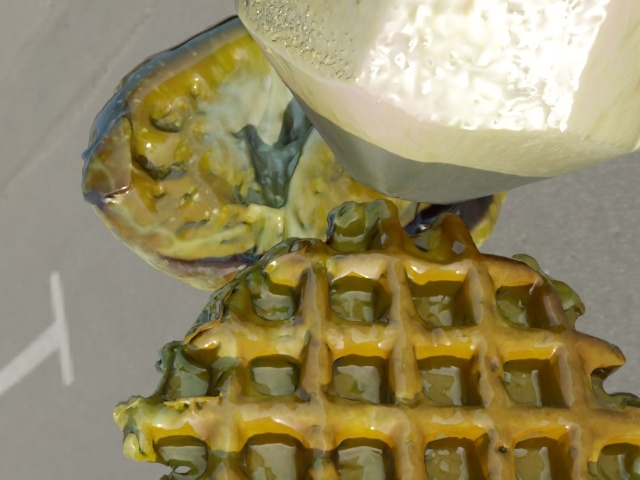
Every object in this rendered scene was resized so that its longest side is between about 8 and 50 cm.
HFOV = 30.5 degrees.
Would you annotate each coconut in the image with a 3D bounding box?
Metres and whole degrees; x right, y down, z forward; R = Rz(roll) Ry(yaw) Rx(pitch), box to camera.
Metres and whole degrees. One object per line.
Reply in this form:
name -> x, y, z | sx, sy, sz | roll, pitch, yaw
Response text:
coconut -> 0.109, -0.190, 0.819 | 0.352, 0.352, 0.353 | 1, 91, 57

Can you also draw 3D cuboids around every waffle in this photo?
waffle -> 0.056, 0.118, 0.654 | 0.302, 0.325, 0.068 | 41, 150, 15

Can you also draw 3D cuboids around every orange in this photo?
orange -> -0.013, -0.068, 1.063 | 0.210, 0.368, 0.271 | 62, -152, -71
